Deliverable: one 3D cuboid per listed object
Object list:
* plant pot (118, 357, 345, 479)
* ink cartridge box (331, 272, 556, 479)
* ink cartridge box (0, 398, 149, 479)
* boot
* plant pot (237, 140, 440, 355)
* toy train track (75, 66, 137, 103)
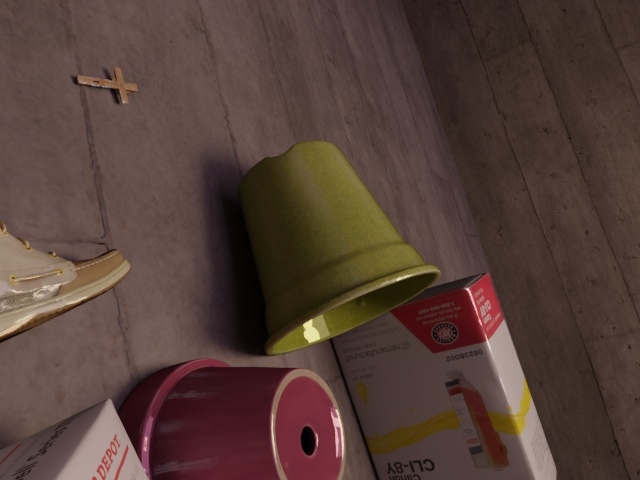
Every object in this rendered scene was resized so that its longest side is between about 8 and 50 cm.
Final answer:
[{"bbox_3d":[-0.082,0.215,0.519,0.201,0.180,0.201,41,38,-42],"label":"plant pot"},{"bbox_3d":[0.218,0.286,0.893,0.160,0.279,0.385,-12,82,-61],"label":"ink cartridge box"},{"bbox_3d":[-0.165,0.248,0.318,0.354,0.119,0.207,66,-10,-6],"label":"ink cartridge box"},{"bbox_3d":[-0.278,-0.001,0.428,0.213,0.077,0.165,-32,98,-59],"label":"boot"},{"bbox_3d":[0.000,0.000,0.758,0.276,0.276,0.254,7,55,-59],"label":"plant pot"},{"bbox_3d":[-0.273,-0.198,0.635,0.083,0.014,0.048,-13,90,-56],"label":"toy train track"}]
